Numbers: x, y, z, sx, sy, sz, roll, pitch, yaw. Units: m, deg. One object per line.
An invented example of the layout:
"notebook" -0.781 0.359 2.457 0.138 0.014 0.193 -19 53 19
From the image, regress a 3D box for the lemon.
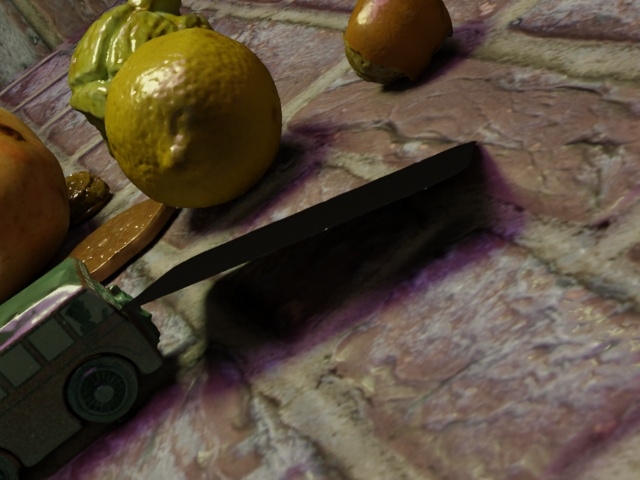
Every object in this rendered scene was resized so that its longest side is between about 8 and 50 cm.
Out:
"lemon" -0.160 -0.153 1.527 0.228 0.228 0.253 -35 30 1

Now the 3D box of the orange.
"orange" 0.099 -0.271 1.542 0.156 0.134 0.156 -63 -8 -15

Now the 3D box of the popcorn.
"popcorn" -0.272 -0.255 1.902 0.276 0.276 0.225 -17 65 36

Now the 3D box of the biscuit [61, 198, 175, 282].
"biscuit" -0.288 0.012 1.629 0.221 0.029 0.142 -43 25 -16

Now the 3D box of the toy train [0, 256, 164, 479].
"toy train" -0.318 0.160 1.223 0.326 0.159 0.129 -38 21 -4

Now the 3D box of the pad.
"pad" 0.000 -0.001 1.253 0.375 0.063 0.315 -22 9 14

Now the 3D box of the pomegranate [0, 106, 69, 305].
"pomegranate" -0.525 -0.041 1.741 0.342 0.342 0.342 -29 24 14

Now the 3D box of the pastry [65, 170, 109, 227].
"pastry" -0.384 -0.064 1.876 0.109 0.057 0.097 -35 28 7
